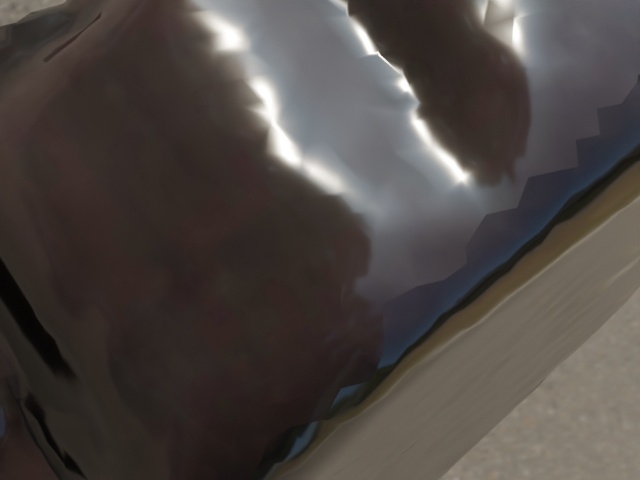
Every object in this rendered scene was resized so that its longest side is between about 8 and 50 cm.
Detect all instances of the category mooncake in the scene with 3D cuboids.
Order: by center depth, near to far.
[{"bbox_3d":[0.000,0.000,0.482,0.283,0.283,0.141,-23,67,-46],"label":"mooncake"}]
